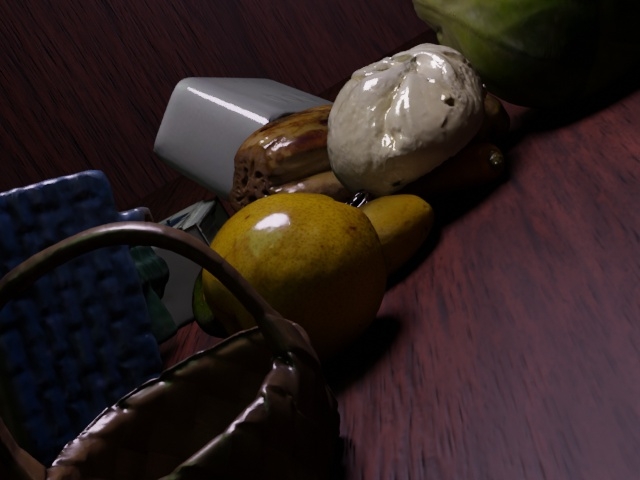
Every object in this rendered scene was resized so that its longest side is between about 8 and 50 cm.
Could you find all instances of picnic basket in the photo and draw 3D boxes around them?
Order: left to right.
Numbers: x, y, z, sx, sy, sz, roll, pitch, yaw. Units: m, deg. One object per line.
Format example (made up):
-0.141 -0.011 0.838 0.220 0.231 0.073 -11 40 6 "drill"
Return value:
-0.150 0.136 1.116 0.293 0.337 0.337 -30 12 10 "picnic basket"

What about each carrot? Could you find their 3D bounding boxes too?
0.168 -0.087 1.808 0.225 0.067 0.067 -22 16 46 "carrot"

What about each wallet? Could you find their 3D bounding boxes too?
0.000 0.000 1.820 0.137 0.031 0.255 -38 -3 -11 "wallet"

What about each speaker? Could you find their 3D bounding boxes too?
-0.110 -0.177 2.216 0.183 0.184 0.406 -67 -16 14 "speaker"

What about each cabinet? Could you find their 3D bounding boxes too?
-0.234 0.046 2.064 0.206 0.150 0.145 -27 13 17 "cabinet"

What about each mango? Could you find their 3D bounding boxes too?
0.068 -0.004 1.655 0.137 0.098 0.195 -24 9 46 "mango"

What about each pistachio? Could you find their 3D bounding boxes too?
0.220 -0.170 1.944 0.110 0.100 0.189 -15 8 -25 "pistachio"

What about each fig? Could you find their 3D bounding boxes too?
-0.096 0.076 1.766 0.156 0.123 0.123 10 -21 -41 "fig"

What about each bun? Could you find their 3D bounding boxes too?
0.104 -0.175 1.790 0.259 0.160 0.259 -37 10 8 "bun"

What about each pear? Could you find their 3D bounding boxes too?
-0.023 0.041 1.451 0.209 0.209 0.209 -30 12 7 "pear"

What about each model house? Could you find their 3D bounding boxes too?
-0.362 0.122 1.706 0.400 0.395 0.445 -18 2 7 "model house"

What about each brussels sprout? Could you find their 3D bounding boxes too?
0.319 -0.341 1.869 0.355 0.289 0.281 15 36 15 "brussels sprout"

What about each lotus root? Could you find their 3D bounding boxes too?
0.010 -0.110 1.993 0.291 0.193 0.193 -24 7 -32 "lotus root"
